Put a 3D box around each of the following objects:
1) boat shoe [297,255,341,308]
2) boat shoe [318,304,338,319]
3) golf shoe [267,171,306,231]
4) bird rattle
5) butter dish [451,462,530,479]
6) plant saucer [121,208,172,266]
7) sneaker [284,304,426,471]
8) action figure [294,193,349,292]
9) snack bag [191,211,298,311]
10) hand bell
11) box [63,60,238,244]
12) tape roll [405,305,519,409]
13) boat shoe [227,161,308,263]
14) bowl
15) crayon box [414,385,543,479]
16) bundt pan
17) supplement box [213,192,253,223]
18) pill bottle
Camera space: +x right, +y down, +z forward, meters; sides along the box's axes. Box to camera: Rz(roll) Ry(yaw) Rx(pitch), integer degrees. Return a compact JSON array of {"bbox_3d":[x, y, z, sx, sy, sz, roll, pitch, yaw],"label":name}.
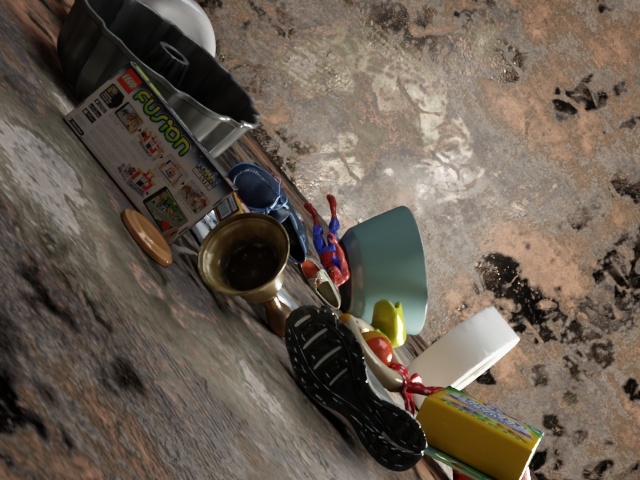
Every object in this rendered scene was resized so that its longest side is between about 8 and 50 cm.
[{"bbox_3d":[-0.001,0.091,2.179,0.137,0.049,0.043,55,6,-17],"label":"boat shoe"},{"bbox_3d":[0.010,0.144,1.748,0.056,0.049,0.152,60,-2,11],"label":"boat shoe"},{"bbox_3d":[-0.104,-0.067,2.384,0.086,0.067,0.186,-34,93,-50],"label":"golf shoe"},{"bbox_3d":[0.114,0.238,1.980,0.207,0.143,0.253,30,32,-45],"label":"bird rattle"},{"bbox_3d":[0.316,0.460,1.980,0.160,0.118,0.160,17,24,-2],"label":"butter dish"},{"bbox_3d":[-0.202,-0.005,1.196,0.083,0.013,0.083,51,4,-6],"label":"plant saucer"},{"bbox_3d":[0.036,0.209,1.430,0.271,0.100,0.108,54,-10,-8],"label":"sneaker"},{"bbox_3d":[0.000,0.000,2.300,0.139,0.091,0.280,52,22,-49],"label":"action figure"},{"bbox_3d":[-0.168,-0.038,1.636,0.342,0.037,0.323,54,5,30],"label":"snack bag"},{"bbox_3d":[-0.072,0.079,1.413,0.126,0.126,0.242,54,-6,35],"label":"hand bell"},{"bbox_3d":[-0.213,-0.109,1.278,0.207,0.114,0.036,52,5,-1],"label":"box"},{"bbox_3d":[0.315,0.274,2.326,0.100,0.286,0.286,52,5,15],"label":"tape roll"},{"bbox_3d":[-0.092,-0.057,2.087,0.258,0.109,0.089,46,10,-32],"label":"boat shoe"},{"bbox_3d":[0.132,0.076,2.399,0.311,0.163,0.311,176,-90,-79],"label":"bowl"},{"bbox_3d":[0.281,0.349,1.812,0.203,0.083,0.323,26,4,16],"label":"crayon box"},{"bbox_3d":[-0.255,-0.236,1.524,0.331,0.124,0.331,37,18,-14],"label":"bundt pan"},{"bbox_3d":[-0.123,-0.026,1.549,0.083,0.043,0.055,49,10,-42],"label":"supplement box"},{"bbox_3d":[-0.327,-0.398,1.818,0.210,0.210,0.363,48,5,-35],"label":"pill bottle"}]
